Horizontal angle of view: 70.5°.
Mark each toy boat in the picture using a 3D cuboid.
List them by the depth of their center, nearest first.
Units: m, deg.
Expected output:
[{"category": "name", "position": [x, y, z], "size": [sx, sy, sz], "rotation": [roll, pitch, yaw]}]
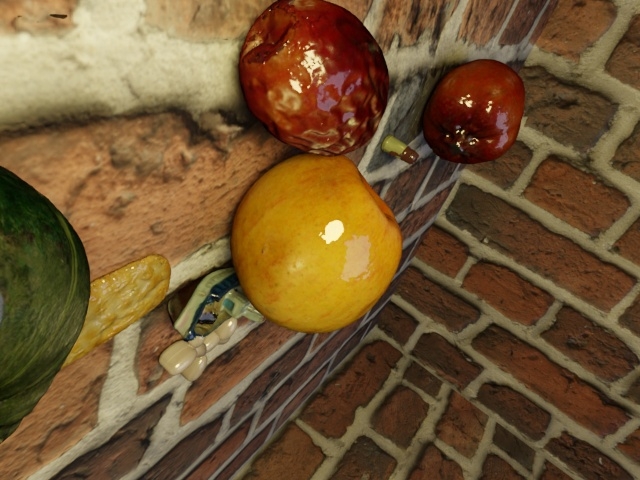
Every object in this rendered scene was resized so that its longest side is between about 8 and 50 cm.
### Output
[{"category": "toy boat", "position": [-0.173, 0.122, 0.844], "size": [0.262, 0.115, 0.114], "rotation": [-20, 140, -60]}]

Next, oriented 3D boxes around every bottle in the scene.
[{"category": "bottle", "position": [0.211, -0.235, 1.194], "size": [0.063, 0.101, 0.047], "rotation": [-46, 160, -23]}]

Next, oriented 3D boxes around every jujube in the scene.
[{"category": "jujube", "position": [0.001, -0.208, 0.604], "size": [0.183, 0.183, 0.243], "rotation": [-58, 151, 9]}]

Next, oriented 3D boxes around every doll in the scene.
[{"category": "doll", "position": [-0.238, 0.209, 0.926], "size": [0.160, 0.059, 0.161], "rotation": [-49, 160, -14]}]

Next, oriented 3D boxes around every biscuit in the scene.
[{"category": "biscuit", "position": [-0.305, 0.102, 0.622], "size": [0.247, 0.029, 0.118], "rotation": [-37, 154, -43]}]

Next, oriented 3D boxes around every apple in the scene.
[{"category": "apple", "position": [0.000, 0.000, 0.769], "size": [0.275, 0.299, 0.299], "rotation": [-43, 168, 26]}]

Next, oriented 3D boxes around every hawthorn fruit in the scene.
[{"category": "hawthorn fruit", "position": [0.440, -0.369, 1.282], "size": [0.311, 0.295, 0.295], "rotation": [-55, 162, -3]}]

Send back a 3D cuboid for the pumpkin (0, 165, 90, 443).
[{"category": "pumpkin", "position": [-0.309, 0.066, 0.288], "size": [0.300, 0.207, 0.300], "rotation": [-52, 176, -6]}]
